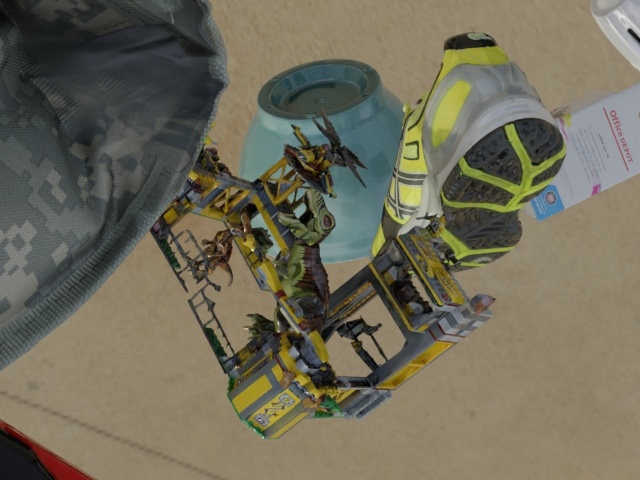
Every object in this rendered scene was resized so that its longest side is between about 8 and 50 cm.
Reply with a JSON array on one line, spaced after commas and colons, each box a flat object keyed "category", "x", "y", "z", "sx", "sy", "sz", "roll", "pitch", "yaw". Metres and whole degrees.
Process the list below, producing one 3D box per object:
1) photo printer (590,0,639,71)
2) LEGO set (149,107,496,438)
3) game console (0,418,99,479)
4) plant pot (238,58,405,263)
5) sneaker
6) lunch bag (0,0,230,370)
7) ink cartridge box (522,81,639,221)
[{"category": "photo printer", "x": 0.502, "y": -0.347, "z": 1.645, "sx": 0.256, "sy": 0.307, "sz": 0.107, "roll": 34, "pitch": 140, "yaw": -23}, {"category": "LEGO set", "x": 0.000, "y": 0.000, "z": 0.990, "sx": 0.192, "sy": 0.331, "sz": 0.255, "roll": -40, "pitch": 147, "yaw": 19}, {"category": "game console", "x": -0.136, "y": 0.273, "z": 0.390, "sx": 0.342, "sy": 0.386, "sz": 0.060, "roll": 35, "pitch": 153, "yaw": -15}, {"category": "plant pot", "x": 0.012, "y": -0.132, "z": 1.618, "sx": 0.293, "sy": 0.293, "sz": 0.196, "roll": -13, "pitch": 124, "yaw": -2}, {"category": "sneaker", "x": 0.140, "y": -0.070, "z": 1.199, "sx": 0.145, "sy": 0.147, "sz": 0.384, "roll": -7, "pitch": 157, "yaw": -19}, {"category": "lunch bag", "x": -0.203, "y": -0.036, "z": 0.357, "sx": 0.287, "sy": 0.235, "sz": 0.169, "roll": -41, "pitch": 137, "yaw": -31}, {"category": "ink cartridge box", "x": 0.314, "y": -0.111, "z": 1.382, "sx": 0.181, "sy": 0.061, "sz": 0.104, "roll": -25, "pitch": 104, "yaw": -3}]
